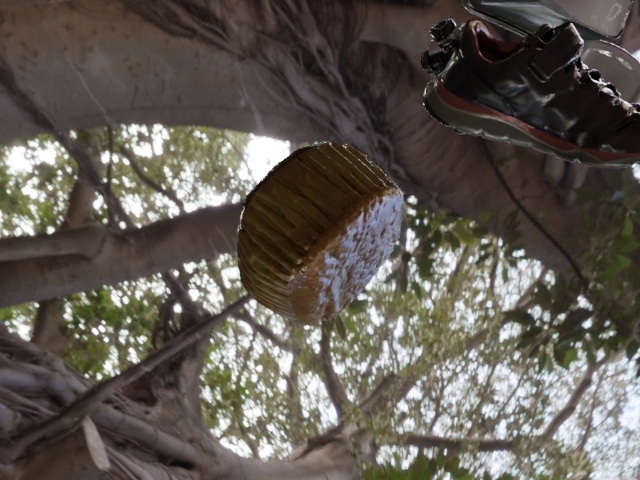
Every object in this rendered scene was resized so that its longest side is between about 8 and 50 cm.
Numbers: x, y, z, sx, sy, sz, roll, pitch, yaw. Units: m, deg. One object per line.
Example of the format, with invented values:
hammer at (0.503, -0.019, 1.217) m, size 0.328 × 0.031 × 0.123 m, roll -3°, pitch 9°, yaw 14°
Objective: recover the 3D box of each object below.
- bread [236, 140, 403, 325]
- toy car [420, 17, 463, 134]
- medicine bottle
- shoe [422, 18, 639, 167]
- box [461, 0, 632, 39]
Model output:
bread at (0.000, 0.000, 1.022) m, size 0.142 × 0.253 × 0.227 m, roll 38°, pitch -115°, yaw 23°
toy car at (0.211, -0.239, 1.105) m, size 0.080 × 0.170 × 0.070 m, roll -11°, pitch -153°, yaw 46°
medicine bottle at (0.460, -0.286, 1.333) m, size 0.161 × 0.296 × 0.111 m, roll 33°, pitch -78°, yaw -3°
shoe at (0.259, -0.171, 0.835) m, size 0.291 × 0.137 × 0.114 m, roll 20°, pitch -144°, yaw 20°
box at (0.334, -0.373, 1.080) m, size 0.135 × 0.243 × 0.163 m, roll 28°, pitch -76°, yaw 54°
